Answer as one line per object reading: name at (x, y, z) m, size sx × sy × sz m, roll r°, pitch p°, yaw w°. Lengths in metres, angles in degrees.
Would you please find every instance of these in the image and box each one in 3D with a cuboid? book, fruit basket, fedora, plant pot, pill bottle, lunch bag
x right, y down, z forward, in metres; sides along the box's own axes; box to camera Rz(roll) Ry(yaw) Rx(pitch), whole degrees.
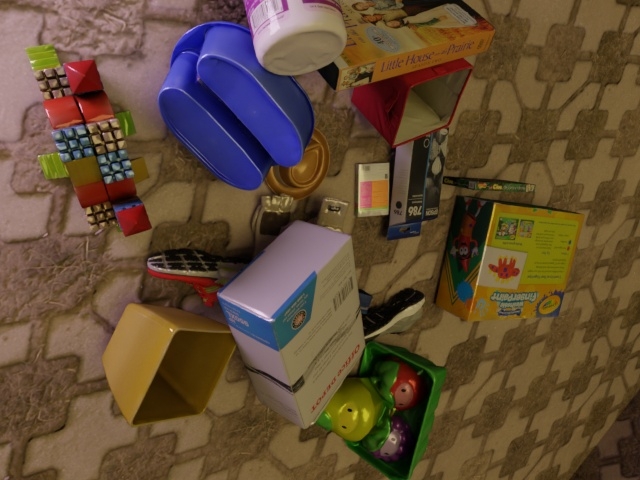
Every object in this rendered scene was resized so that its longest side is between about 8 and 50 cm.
book at (0.142, -0.141, 1.297) m, size 0.096 × 0.035 × 0.144 m, roll -7°, pitch 107°, yaw -24°
fruit basket at (0.166, 0.498, 1.377) m, size 0.391 × 0.282 × 0.393 m, roll -21°, pitch 120°, yaw -41°
fedora at (-0.044, -0.189, 1.150) m, size 0.194 × 0.079 × 0.195 m, roll -8°, pitch 108°, yaw -28°
plant pot at (-0.341, 0.246, 1.021) m, size 0.212 × 0.187 × 0.212 m, roll 24°, pitch 92°, yaw -61°
pill bottle at (-0.063, -0.475, 0.850) m, size 0.169 × 0.169 × 0.302 m, roll -9°, pitch 83°, yaw -27°
lunch bag at (0.098, 0.173, 1.341) m, size 0.098 × 0.067 × 0.065 m, roll 18°, pitch 95°, yaw -33°

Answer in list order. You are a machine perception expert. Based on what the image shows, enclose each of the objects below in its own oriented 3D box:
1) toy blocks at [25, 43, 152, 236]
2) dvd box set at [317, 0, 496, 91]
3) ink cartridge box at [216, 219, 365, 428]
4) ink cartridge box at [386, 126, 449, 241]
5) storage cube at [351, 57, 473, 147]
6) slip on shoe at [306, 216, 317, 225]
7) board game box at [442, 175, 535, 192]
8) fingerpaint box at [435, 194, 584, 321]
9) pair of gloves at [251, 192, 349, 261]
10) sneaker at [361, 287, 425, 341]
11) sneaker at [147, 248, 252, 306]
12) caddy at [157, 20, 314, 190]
toy blocks at (-0.410, -0.164, 0.846) m, size 0.190 × 0.261 × 0.382 m, roll -20°, pitch 113°, yaw -23°
dvd box set at (0.136, -0.492, 1.051) m, size 0.420 × 0.308 × 0.062 m, roll -21°, pitch 151°, yaw -22°
ink cartridge box at (-0.044, 0.200, 1.108) m, size 0.285 × 0.166 × 0.395 m, roll -45°, pitch 139°, yaw -36°
ink cartridge box at (0.276, -0.159, 1.330) m, size 0.165 × 0.065 × 0.333 m, roll -10°, pitch 110°, yaw -41°
storage cube at (0.209, -0.376, 1.133) m, size 0.214 × 0.193 × 0.184 m, roll -23°, pitch 151°, yaw -21°
slip on shoe at (0.000, 0.000, 1.253) m, size 0.041 × 0.051 × 0.135 m, roll -18°, pitch 123°, yaw 12°
board game box at (0.516, -0.172, 1.436) m, size 0.259 × 0.136 × 0.031 m, roll -1°, pitch 106°, yaw -30°
fingerpaint box at (0.622, 0.062, 1.546) m, size 0.444 × 0.163 × 0.372 m, roll 2°, pitch 102°, yaw -29°
pair of gloves at (-0.055, -0.020, 1.187) m, size 0.239 × 0.042 × 0.204 m, roll 2°, pitch 112°, yaw -13°
sneaker at (0.207, 0.248, 1.408) m, size 0.271 × 0.100 × 0.108 m, roll -22°, pitch 119°, yaw -22°
sneaker at (-0.267, 0.099, 1.100) m, size 0.278 × 0.107 × 0.119 m, roll 13°, pitch 111°, yaw -28°
caddy at (-0.164, -0.275, 0.976) m, size 0.241 × 0.179 × 0.341 m, roll -26°, pitch 125°, yaw 26°
